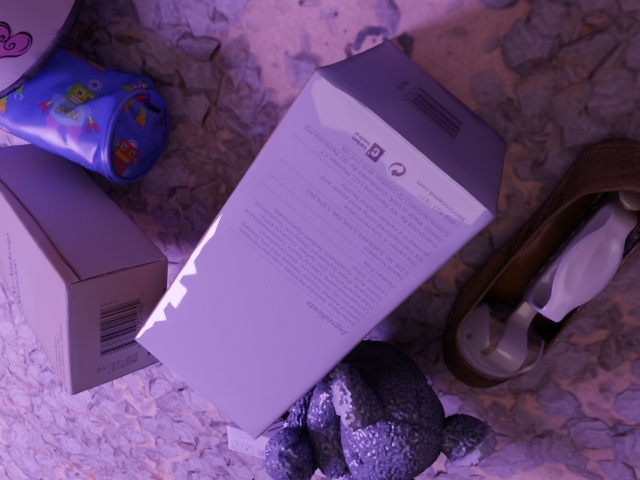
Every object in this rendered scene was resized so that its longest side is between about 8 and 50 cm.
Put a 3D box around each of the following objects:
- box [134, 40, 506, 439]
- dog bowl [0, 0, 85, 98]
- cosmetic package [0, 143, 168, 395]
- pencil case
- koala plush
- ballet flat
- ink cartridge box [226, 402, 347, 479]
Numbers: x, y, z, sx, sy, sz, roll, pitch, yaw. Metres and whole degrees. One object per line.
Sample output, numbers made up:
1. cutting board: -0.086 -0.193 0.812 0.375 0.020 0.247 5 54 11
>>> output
1. box: 0.000 0.000 0.557 0.168 0.215 0.345 40 121 -1
2. dog bowl: -0.430 -0.335 0.520 0.408 0.150 0.408 1 96 12
3. cosmetic package: -0.311 0.016 0.665 0.309 0.113 0.160 36 127 35
4. pencil case: -0.329 -0.182 0.651 0.306 0.119 0.133 26 95 8
5. koala plush: 0.064 0.192 0.589 0.196 0.203 0.221 24 159 -2
6. ballet flat: 0.220 0.057 0.553 0.116 0.124 0.342 33 122 4
7. ink cartridge box: -0.015 0.266 0.758 0.207 0.097 0.046 10 117 17
